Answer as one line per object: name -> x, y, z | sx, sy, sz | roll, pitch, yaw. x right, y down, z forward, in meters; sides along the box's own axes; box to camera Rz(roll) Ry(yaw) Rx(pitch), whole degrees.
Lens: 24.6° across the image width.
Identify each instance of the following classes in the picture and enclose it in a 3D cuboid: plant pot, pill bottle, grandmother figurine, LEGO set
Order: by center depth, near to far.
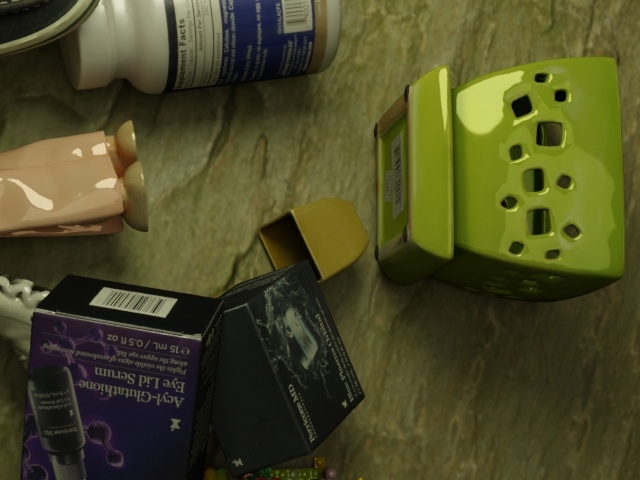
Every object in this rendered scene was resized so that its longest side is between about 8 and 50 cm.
grandmother figurine -> -0.341, -0.034, 1.398 | 0.342, 0.104, 0.208 | -7, 40, -11
LEGO set -> 0.003, 0.277, 1.450 | 0.287, 0.107, 0.132 | 37, 73, -8
pill bottle -> -0.125, -0.228, 1.470 | 0.264, 0.153, 0.153 | -9, 84, -17
plant pot -> 0.172, -0.059, 1.500 | 0.207, 0.227, 0.228 | 2, 81, -10
plant pot -> 0.000, 0.000, 1.513 | 0.083, 0.081, 0.081 | -24, 88, -32

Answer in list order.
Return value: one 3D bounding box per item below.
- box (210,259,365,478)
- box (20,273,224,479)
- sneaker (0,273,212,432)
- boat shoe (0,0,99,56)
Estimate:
box -> -0.047, 0.121, 1.418 | 0.093, 0.158, 0.156 | -20, 97, 26
box -> -0.178, 0.150, 1.312 | 0.153, 0.108, 0.207 | 8, 107, 5
sneaker -> -0.233, 0.128, 1.412 | 0.292, 0.110, 0.118 | 32, 83, -9
boat shoe -> -0.444, -0.283, 1.328 | 0.500, 0.156, 0.187 | 12, 77, 0
